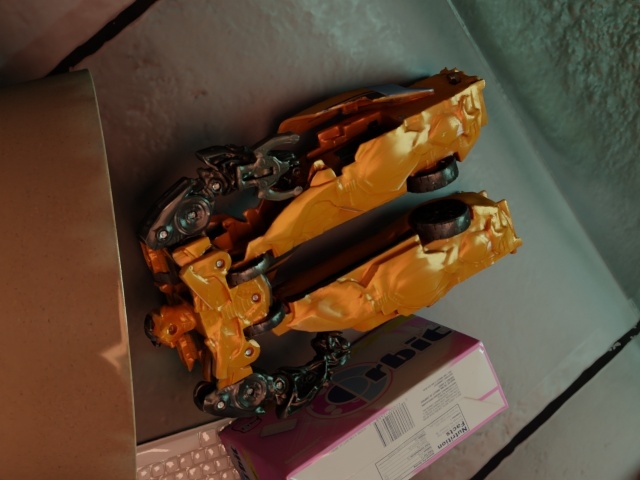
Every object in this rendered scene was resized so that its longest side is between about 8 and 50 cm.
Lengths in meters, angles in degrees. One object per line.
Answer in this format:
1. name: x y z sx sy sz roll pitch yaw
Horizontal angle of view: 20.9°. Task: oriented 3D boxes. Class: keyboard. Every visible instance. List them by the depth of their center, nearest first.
1. keyboard: -0.152 0.188 1.250 0.256 0.014 0.072 -15 113 -24

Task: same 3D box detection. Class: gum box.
1. gum box: 0.036 0.128 1.270 0.188 0.107 0.062 -33 115 -19

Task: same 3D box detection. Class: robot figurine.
1. robot figurine: 0.000 0.000 1.229 0.291 0.085 0.211 -26 117 -20

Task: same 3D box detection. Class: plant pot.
1. plant pot: -0.257 0.039 0.998 0.274 0.256 0.256 -5 110 -10
